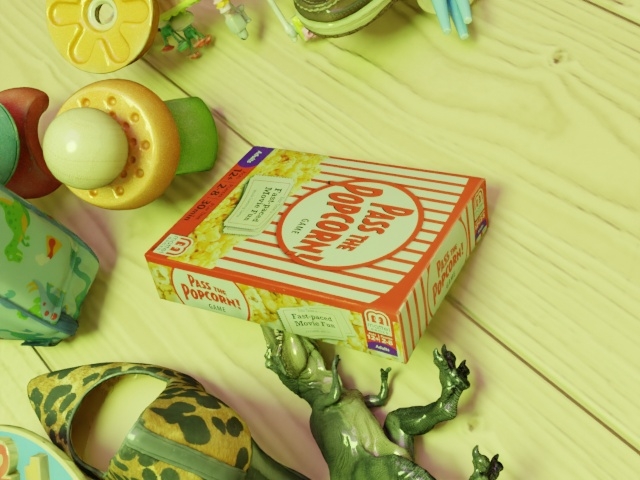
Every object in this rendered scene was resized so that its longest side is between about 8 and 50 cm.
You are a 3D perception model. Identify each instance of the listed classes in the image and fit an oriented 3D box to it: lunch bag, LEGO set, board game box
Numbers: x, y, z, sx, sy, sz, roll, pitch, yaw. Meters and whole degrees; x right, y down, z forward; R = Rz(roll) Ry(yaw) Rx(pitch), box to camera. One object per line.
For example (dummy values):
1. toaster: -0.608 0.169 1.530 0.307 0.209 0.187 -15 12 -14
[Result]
1. lunch bag: -0.295 0.008 0.653 0.176 0.219 0.090 0 64 28
2. LEGO set: -0.062 -0.217 0.759 0.287 0.107 0.132 -29 22 13
3. board game box: 0.000 0.000 0.594 0.193 0.045 0.147 11 42 28

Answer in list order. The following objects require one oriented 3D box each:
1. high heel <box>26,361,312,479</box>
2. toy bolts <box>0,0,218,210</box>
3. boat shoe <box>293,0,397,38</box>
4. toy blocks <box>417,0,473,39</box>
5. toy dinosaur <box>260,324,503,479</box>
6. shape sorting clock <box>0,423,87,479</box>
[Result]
1. high heel: -0.138 0.109 0.549 0.261 0.186 0.093 14 71 29
2. toy bolts: -0.230 -0.116 0.680 0.228 0.158 0.218 -13 94 18
3. boat shoe: 0.053 -0.278 0.652 0.095 0.095 0.257 29 80 34
4. toy blocks: 0.131 -0.235 0.685 0.123 0.054 0.148 -18 59 16
5. toy dinosaur: 0.050 0.138 0.527 0.118 0.064 0.268 -40 55 22
6. shape sorting clock: -0.207 0.227 0.570 0.206 0.040 0.206 -2 86 33
